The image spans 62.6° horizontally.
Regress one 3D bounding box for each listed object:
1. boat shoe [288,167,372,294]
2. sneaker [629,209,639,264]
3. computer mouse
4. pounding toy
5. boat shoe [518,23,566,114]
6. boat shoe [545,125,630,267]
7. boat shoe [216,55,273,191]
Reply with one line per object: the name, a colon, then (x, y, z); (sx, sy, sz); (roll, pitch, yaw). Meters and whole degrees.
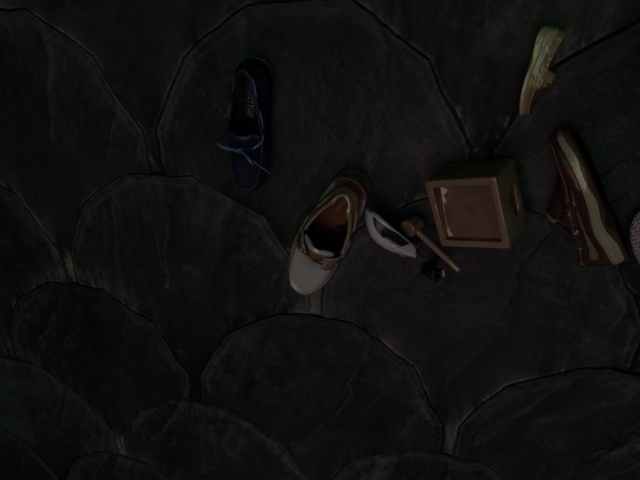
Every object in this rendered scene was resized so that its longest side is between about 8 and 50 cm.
boat shoe: (0.000, 0.000, 1.036); (0.113, 0.103, 0.303); (26, 123, 5)
sneaker: (0.674, 0.061, 0.808); (0.366, 0.210, 0.138); (45, 130, 35)
computer mouse: (0.148, 0.012, 0.986); (0.193, 0.106, 0.042); (40, 97, -6)
pounding toy: (0.248, -0.043, 0.934); (0.205, 0.094, 0.181); (2, 121, 43)
boat shoe: (0.337, -0.256, 0.804); (0.045, 0.050, 0.136); (16, 122, 18)
boat shoe: (0.414, -0.057, 0.861); (0.095, 0.095, 0.258); (-20, 109, 34)
boat shoe: (-0.148, -0.207, 0.986); (0.108, 0.089, 0.259); (9, 120, 15)
